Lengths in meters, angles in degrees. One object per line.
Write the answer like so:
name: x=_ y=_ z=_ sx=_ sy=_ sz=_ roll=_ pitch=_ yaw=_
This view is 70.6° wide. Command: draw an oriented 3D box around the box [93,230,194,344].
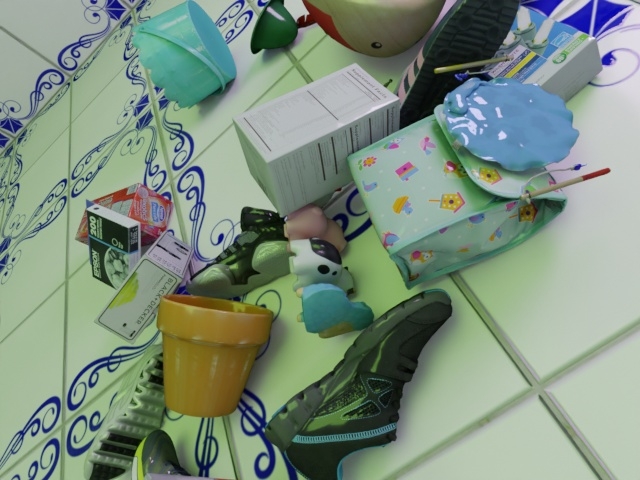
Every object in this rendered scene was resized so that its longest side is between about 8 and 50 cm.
box: x=-0.370 y=0.087 z=0.990 sx=0.169 sy=0.087 sz=0.290 roll=-52 pitch=16 yaw=2

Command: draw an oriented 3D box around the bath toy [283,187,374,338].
bath toy: x=0.000 y=0.000 z=0.824 sx=0.129 sy=0.151 sz=0.348 roll=-6 pitch=50 yaw=-8

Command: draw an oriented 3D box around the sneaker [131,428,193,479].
sneaker: x=-0.223 y=0.444 z=0.770 sx=0.121 sy=0.111 sz=0.300 roll=-41 pitch=52 yaw=-2

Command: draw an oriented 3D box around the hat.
hat: x=-0.075 y=-0.569 z=1.272 sx=0.172 sy=0.184 sz=0.208 roll=-59 pitch=2 yaw=-19

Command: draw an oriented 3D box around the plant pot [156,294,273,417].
plant pot: x=-0.203 y=0.208 z=0.825 sx=0.205 sy=0.205 sz=0.187 roll=7 pitch=85 yaw=40

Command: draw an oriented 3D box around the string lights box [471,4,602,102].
string lights box: x=0.328 y=-0.322 z=0.785 sx=0.133 sy=0.077 sz=0.259 roll=-42 pitch=47 yaw=12

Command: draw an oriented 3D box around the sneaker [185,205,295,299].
sneaker: x=-0.167 y=0.023 z=0.959 sx=0.269 sy=0.101 sz=0.153 roll=-22 pitch=53 yaw=19

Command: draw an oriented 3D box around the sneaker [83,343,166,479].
sneaker: x=-0.388 y=0.351 z=0.944 sx=0.118 sy=0.110 sz=0.292 roll=8 pitch=63 yaw=48

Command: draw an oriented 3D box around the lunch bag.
lunch bag: x=0.202 y=-0.083 z=0.695 sx=0.263 sy=0.160 sz=0.223 roll=-26 pitch=51 yaw=11

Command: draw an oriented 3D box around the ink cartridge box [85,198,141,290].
ink cartridge box: x=-0.555 y=0.018 z=1.178 sx=0.209 sy=0.045 sz=0.206 roll=21 pitch=118 yaw=24

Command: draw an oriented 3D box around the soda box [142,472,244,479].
soda box: x=-0.112 y=0.376 z=0.581 sx=0.091 sy=0.286 sz=0.098 roll=18 pitch=77 yaw=44

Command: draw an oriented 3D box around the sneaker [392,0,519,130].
sneaker: x=0.200 y=-0.309 z=0.779 sx=0.319 sy=0.112 sz=0.131 roll=126 pitch=152 yaw=-44

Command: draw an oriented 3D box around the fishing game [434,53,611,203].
fishing game: x=0.265 y=-0.164 z=0.642 sx=0.189 sy=0.041 sz=0.263 roll=-18 pitch=60 yaw=-12

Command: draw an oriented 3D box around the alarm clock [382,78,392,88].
alarm clock: x=0.076 y=-0.246 z=0.944 sx=0.129 sy=0.064 sz=0.191 roll=21 pitch=82 yaw=47

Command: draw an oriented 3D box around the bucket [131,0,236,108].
bucket: x=-0.390 y=-0.549 z=1.339 sx=0.183 sy=0.281 sz=0.281 roll=-24 pitch=53 yaw=15

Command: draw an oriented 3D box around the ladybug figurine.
ladybug figurine: x=0.097 y=-0.542 z=0.991 sx=0.306 sy=0.161 sz=0.449 roll=-11 pitch=49 yaw=-11

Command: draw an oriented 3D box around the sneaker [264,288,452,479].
sneaker: x=0.082 y=0.213 z=0.668 sx=0.341 sy=0.125 sz=0.139 roll=-45 pitch=74 yaw=4

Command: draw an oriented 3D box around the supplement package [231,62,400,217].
supplement package: x=-0.001 y=-0.175 z=0.779 sx=0.244 sy=0.133 sz=0.139 roll=-28 pitch=55 yaw=-13

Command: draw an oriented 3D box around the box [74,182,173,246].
box: x=-0.557 y=-0.055 z=1.281 sx=0.257 sy=0.123 sz=0.128 roll=-12 pitch=59 yaw=32
